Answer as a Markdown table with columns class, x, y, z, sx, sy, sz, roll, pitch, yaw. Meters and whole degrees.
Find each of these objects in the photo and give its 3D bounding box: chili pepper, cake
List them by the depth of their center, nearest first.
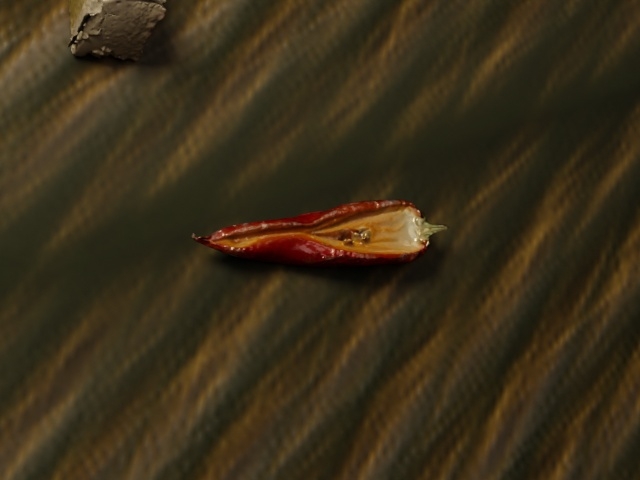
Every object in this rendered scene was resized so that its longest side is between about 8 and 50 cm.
| class | x | y | z | sx | sy | sz | roll | pitch | yaw |
| --- | --- | --- | --- | --- | --- | --- | --- | --- | --- |
| cake | -0.137 | -0.174 | 1.049 | 0.052 | 0.065 | 0.121 | 5 | 48 | -23 |
| chili pepper | 0.000 | 0.000 | 1.051 | 0.178 | 0.027 | 0.045 | -5 | 71 | -26 |
